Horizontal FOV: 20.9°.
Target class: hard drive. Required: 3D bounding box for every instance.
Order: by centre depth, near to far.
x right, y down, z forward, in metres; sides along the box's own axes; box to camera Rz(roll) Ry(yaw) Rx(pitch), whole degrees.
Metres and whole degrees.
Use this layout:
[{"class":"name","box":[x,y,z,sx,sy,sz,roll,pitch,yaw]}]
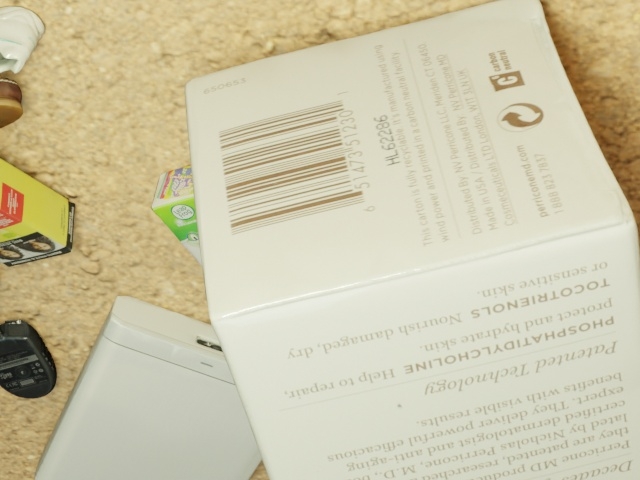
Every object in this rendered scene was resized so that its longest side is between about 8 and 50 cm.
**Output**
[{"class":"hard drive","box":[-0.178,0.213,2.009,0.233,0.047,0.353,20,138,-10]}]

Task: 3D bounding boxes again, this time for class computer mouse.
[{"class":"computer mouse","box":[-0.358,0.083,1.913,0.071,0.041,0.242,-13,127,12]}]

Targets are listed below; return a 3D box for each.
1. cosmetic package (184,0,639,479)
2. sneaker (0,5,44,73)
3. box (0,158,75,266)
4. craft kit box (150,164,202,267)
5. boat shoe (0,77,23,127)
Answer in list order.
[{"class":"cosmetic package","box":[0.093,0.061,1.505,0.327,0.329,0.393,-14,131,2]},{"class":"sneaker","box":[-0.332,-0.178,1.593,0.152,0.061,0.053,-5,138,18]},{"class":"box","box":[-0.338,-0.043,1.688,0.087,0.058,0.232,-12,155,23]},{"class":"craft kit box","box":[0.000,0.000,1.731,0.250,0.061,0.246,-14,136,25]},{"class":"boat shoe","box":[-0.374,-0.131,1.643,0.207,0.073,0.073,-11,161,22]}]
